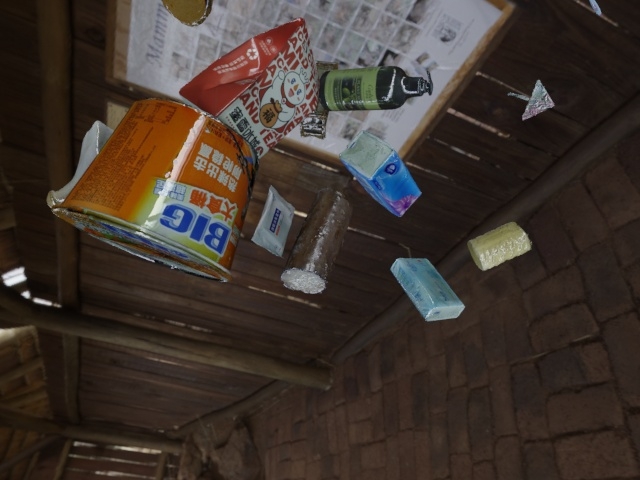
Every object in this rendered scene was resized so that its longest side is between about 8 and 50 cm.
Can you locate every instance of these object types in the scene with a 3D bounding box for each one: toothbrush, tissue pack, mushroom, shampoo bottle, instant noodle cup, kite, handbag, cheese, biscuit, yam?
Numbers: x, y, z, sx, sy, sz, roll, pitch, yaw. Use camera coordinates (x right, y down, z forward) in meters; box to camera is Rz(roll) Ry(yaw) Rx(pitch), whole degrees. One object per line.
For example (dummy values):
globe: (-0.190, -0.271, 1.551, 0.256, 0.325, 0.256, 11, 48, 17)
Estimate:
toothbrush: (0.744, -0.701, 1.200, 0.013, 0.193, 0.019, -12, 52, 53)
tissue pack: (-0.134, -0.053, 1.264, 0.026, 0.122, 0.193, -12, 52, 35)
mushroom: (-0.630, -0.186, 1.170, 0.270, 0.118, 0.103, -58, 25, 0)
shampoo bottle: (0.134, -0.368, 1.037, 0.284, 0.101, 0.101, 9, 79, 31)
instant noodle cup: (-0.240, -0.079, 0.702, 0.296, 0.296, 0.214, -23, 45, 68)
tissue pack: (0.407, 0.178, 1.637, 0.263, 0.177, 0.089, 59, 136, 42)
tissue pack: (0.215, -0.234, 1.511, 0.146, 0.263, 0.198, -47, 47, 4)
kite: (0.713, -0.476, 1.452, 0.011, 0.156, 0.139, -38, -33, -53)
handbag: (-0.118, -0.318, 0.899, 0.298, 0.171, 0.151, -43, 57, -9)
cheese: (0.571, 0.019, 1.374, 0.167, 0.094, 0.123, -26, 37, 8)
biscuit: (-0.429, -0.796, 1.344, 0.042, 0.226, 0.226, -56, 2, -42)
yam: (0.000, 0.001, 1.134, 0.131, 0.131, 0.280, -42, 22, 59)

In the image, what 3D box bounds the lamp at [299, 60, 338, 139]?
lamp: (-0.002, -0.484, 1.455, 0.090, 0.089, 0.325, 91, -172, -54)
